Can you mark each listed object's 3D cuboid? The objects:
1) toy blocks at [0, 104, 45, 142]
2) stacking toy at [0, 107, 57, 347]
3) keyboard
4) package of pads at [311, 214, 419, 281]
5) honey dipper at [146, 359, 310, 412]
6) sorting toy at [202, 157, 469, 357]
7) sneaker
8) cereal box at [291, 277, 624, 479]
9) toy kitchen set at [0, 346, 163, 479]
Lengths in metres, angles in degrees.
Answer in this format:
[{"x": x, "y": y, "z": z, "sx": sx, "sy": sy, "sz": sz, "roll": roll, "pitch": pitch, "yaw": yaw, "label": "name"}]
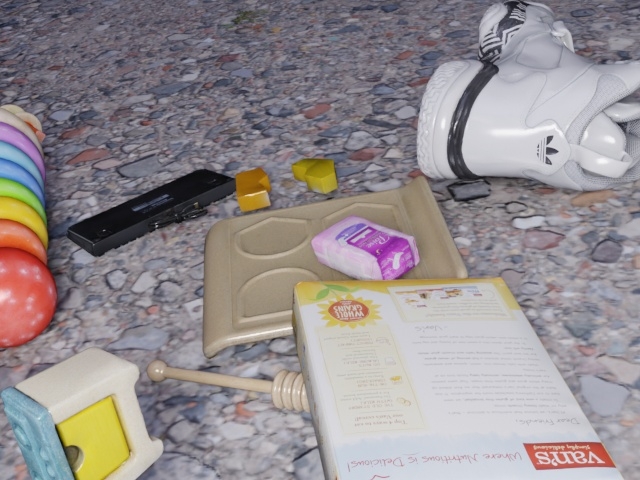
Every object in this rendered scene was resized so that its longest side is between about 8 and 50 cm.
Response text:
[{"x": -0.407, "y": -0.121, "z": 1.218, "sx": 0.123, "sy": 0.054, "sz": 0.148, "roll": -26, "pitch": 33, "yaw": -25, "label": "toy blocks"}, {"x": -0.325, "y": -0.014, "z": 0.939, "sx": 0.141, "sy": 0.141, "sz": 0.330, "roll": -18, "pitch": 34, "yaw": -14, "label": "stacking toy"}, {"x": -0.171, "y": -0.029, "z": 1.023, "sx": 0.180, "sy": 0.023, "sz": 0.108, "roll": -29, "pitch": 28, "yaw": -28, "label": "keyboard"}, {"x": 0.037, "y": 0.008, "z": 0.802, "sx": 0.050, "sy": 0.032, "sz": 0.083, "roll": -34, "pitch": 35, "yaw": -26, "label": "package of pads"}, {"x": -0.069, "y": 0.111, "z": 0.743, "sx": 0.161, "sy": 0.030, "sz": 0.030, "roll": 2, "pitch": 31, "yaw": 27, "label": "honey dipper"}, {"x": 0.000, "y": 0.000, "z": 0.910, "sx": 0.229, "sy": 0.041, "sz": 0.307, "roll": -14, "pitch": 29, "yaw": 2, "label": "sorting toy"}, {"x": 0.253, "y": -0.153, "z": 1.009, "sx": 0.210, "sy": 0.137, "sz": 0.366, "roll": 13, "pitch": 33, "yaw": 22, "label": "sneaker"}, {"x": 0.078, "y": 0.104, "z": 0.659, "sx": 0.173, "sy": 0.047, "sz": 0.240, "roll": 0, "pitch": 29, "yaw": -9, "label": "cereal box"}, {"x": -0.083, "y": 0.174, "z": 0.494, "sx": 0.207, "sy": 0.166, "sz": 0.122, "roll": 16, "pitch": 38, "yaw": 38, "label": "toy kitchen set"}]
